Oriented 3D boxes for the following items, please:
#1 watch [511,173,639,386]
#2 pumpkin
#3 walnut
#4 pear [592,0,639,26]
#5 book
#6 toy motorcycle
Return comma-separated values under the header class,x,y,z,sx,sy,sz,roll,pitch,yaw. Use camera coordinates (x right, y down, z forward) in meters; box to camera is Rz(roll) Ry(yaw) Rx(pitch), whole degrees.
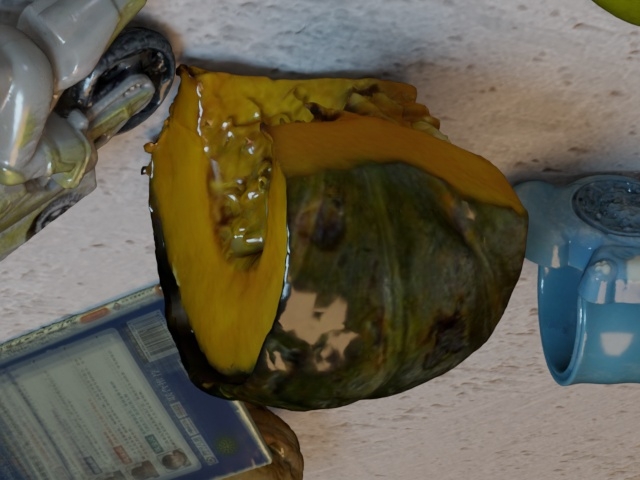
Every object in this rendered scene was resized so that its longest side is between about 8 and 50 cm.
class,x,y,z,sx,sy,sz,roll,pitch,yaw
watch,0.265,0.049,1.248,0.211,0.211,0.193,-3,129,-8
pumpkin,0.000,0.000,1.045,0.225,0.303,0.256,-3,122,-20
walnut,-0.102,0.244,1.491,0.155,0.155,0.184,-20,142,17
pear,0.214,-0.240,0.782,0.212,0.212,0.269,-12,142,5
book,-0.236,0.184,1.388,0.322,0.018,0.228,-20,110,19
toy motorcycle,-0.250,-0.067,0.938,0.340,0.108,0.223,-39,154,-11
